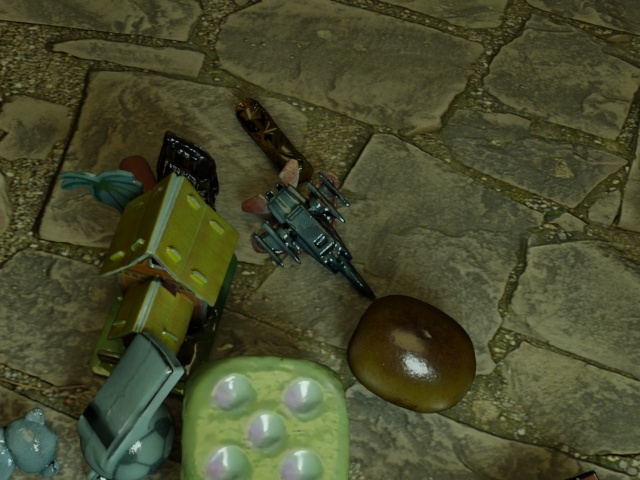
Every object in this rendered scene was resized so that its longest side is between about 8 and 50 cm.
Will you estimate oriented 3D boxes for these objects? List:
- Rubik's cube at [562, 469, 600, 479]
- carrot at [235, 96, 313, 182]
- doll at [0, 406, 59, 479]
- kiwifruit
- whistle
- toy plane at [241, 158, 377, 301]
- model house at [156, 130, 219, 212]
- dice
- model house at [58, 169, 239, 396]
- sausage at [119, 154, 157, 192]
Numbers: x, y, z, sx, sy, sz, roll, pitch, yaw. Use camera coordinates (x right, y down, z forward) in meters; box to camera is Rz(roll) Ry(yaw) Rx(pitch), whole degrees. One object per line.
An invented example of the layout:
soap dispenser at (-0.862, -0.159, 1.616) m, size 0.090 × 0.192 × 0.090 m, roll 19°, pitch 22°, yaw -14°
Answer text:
Rubik's cube at (0.377, 0.504, 1.132) m, size 0.184 × 0.182 × 0.187 m, roll -18°, pitch 67°, yaw -19°
carrot at (-0.102, -0.216, 1.511) m, size 0.069 × 0.069 × 0.228 m, roll -32°, pitch 72°, yaw -24°
doll at (-0.516, 0.338, 1.142) m, size 0.180 × 0.075 × 0.120 m, roll -10°, pitch 102°, yaw 7°
kiwifruit at (0.168, 0.207, 1.257) m, size 0.234 × 0.196 × 0.196 m, roll 33°, pitch 61°, yaw 1°
whistle at (-0.292, 0.287, 1.126) m, size 0.163 × 0.163 × 0.289 m, roll 38°, pitch 100°, yaw 12°
toy plane at (-0.001, -0.001, 1.388) m, size 0.223 × 0.104 × 0.326 m, roll -43°, pitch 78°, yaw 1°
model house at (-0.259, -0.102, 1.364) m, size 0.165 × 0.106 × 0.152 m, roll 26°, pitch 38°, yaw -28°
dice at (-0.094, 0.333, 1.106) m, size 0.255 × 0.252 × 0.249 m, roll 3°, pitch 61°, yaw -6°
model house at (-0.325, 0.044, 1.181) m, size 0.340 × 0.323 × 0.300 m, roll 15°, pitch 60°, yaw -1°
sausage at (-0.357, -0.104, 1.406) m, size 0.062 × 0.062 × 0.154 m, roll -19°, pitch 67°, yaw -19°
